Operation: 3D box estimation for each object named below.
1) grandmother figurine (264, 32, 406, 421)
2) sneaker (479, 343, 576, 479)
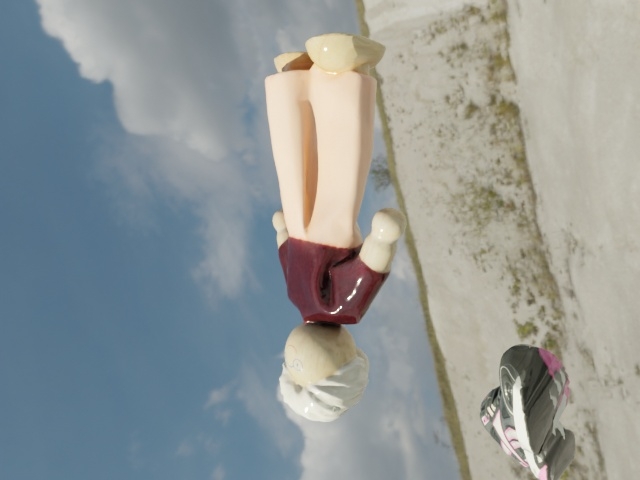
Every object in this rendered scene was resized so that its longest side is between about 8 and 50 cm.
[{"bbox_3d":[0.000,0.000,0.509,0.208,0.104,0.342,-165,74,-70],"label":"grandmother figurine"},{"bbox_3d":[0.181,0.162,0.500,0.072,0.077,0.178,-41,-52,-27],"label":"sneaker"}]
